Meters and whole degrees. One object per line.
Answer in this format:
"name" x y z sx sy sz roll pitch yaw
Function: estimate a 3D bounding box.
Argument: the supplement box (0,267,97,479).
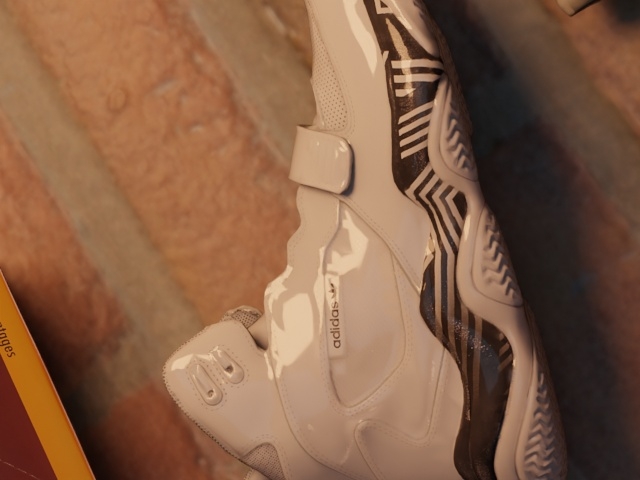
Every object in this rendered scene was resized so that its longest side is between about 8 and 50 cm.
"supplement box" -0.254 0.123 1.156 0.194 0.129 0.191 -24 85 -13

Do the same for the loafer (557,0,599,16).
"loafer" 0.277 -0.208 1.104 0.319 0.112 0.111 -12 93 18

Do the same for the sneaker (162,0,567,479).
"sneaker" 0.000 0.000 1.134 0.210 0.137 0.365 -18 90 7
